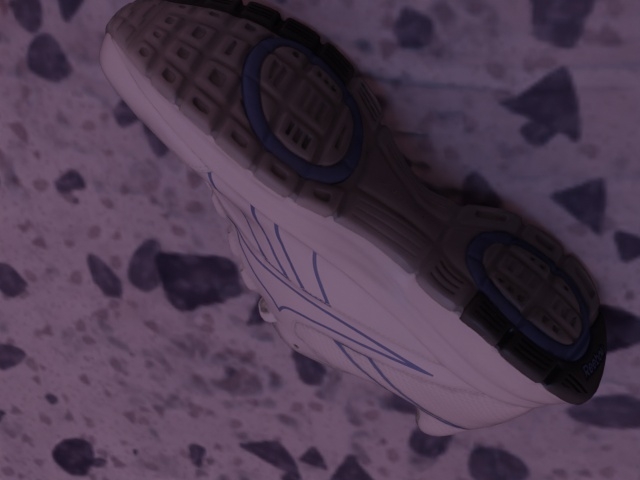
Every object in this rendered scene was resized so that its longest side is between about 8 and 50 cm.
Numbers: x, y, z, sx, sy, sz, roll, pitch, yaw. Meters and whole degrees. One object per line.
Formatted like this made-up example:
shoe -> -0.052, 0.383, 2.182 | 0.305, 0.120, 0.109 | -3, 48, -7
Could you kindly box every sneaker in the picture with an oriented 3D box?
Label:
sneaker -> 0.000, 0.000, 0.632 | 0.297, 0.111, 0.129 | 43, 133, -5
